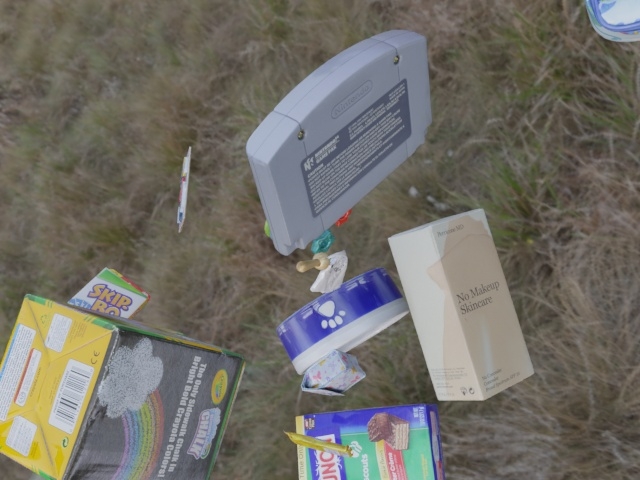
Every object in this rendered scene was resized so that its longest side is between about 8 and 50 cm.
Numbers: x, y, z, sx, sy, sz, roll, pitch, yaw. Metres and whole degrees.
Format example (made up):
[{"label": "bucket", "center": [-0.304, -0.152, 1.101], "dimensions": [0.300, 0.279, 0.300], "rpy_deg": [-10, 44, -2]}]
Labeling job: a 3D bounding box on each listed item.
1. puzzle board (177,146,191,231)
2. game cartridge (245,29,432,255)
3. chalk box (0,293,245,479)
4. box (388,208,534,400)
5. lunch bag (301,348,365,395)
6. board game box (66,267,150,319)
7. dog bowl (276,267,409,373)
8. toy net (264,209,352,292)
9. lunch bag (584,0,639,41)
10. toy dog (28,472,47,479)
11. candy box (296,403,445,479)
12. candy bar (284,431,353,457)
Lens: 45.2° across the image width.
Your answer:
[{"label": "puzzle board", "center": [-0.236, -0.087, 1.328], "dimensions": [0.096, 0.011, 0.128], "rpy_deg": [134, 139, -70]}, {"label": "game cartridge", "center": [0.033, -0.137, 0.992], "dimensions": [0.062, 0.198, 0.297], "rpy_deg": [28, 58, 37]}, {"label": "chalk box", "center": [-0.168, 0.143, 0.702], "dimensions": [0.132, 0.213, 0.132], "rpy_deg": [12, 80, 36]}, {"label": "box", "center": [0.249, 0.114, 1.370], "dimensions": [0.121, 0.148, 0.311], "rpy_deg": [-17, 91, 56]}, {"label": "lunch bag", "center": [0.019, 0.218, 1.223], "dimensions": [0.083, 0.071, 0.053], "rpy_deg": [-38, 57, 14]}, {"label": "board game box", "center": [-0.493, 0.163, 1.696], "dimensions": [0.259, 0.124, 0.039], "rpy_deg": [-52, -5, -48]}, {"label": "dog bowl", "center": [0.046, 0.165, 1.578], "dimensions": [0.265, 0.265, 0.104], "rpy_deg": [-36, 77, 30]}, {"label": "toy net", "center": [0.000, 0.000, 1.173], "dimensions": [0.122, 0.232, 0.045], "rpy_deg": [-44, 59, -10]}, {"label": "lunch bag", "center": [0.355, -0.286, 0.720], "dimensions": [0.219, 0.090, 0.176], "rpy_deg": [-8, 90, 21]}, {"label": "toy dog", "center": [-0.483, 0.128, 0.846], "dimensions": [0.408, 0.395, 0.284], "rpy_deg": [-106, 33, -47]}, {"label": "candy box", "center": [0.112, 0.516, 1.744], "dimensions": [0.317, 0.122, 0.268], "rpy_deg": [-10, 74, 20]}, {"label": "candy bar", "center": [-0.004, 0.425, 1.606], "dimensions": [0.161, 0.040, 0.018], "rpy_deg": [5, 51, 30]}]
